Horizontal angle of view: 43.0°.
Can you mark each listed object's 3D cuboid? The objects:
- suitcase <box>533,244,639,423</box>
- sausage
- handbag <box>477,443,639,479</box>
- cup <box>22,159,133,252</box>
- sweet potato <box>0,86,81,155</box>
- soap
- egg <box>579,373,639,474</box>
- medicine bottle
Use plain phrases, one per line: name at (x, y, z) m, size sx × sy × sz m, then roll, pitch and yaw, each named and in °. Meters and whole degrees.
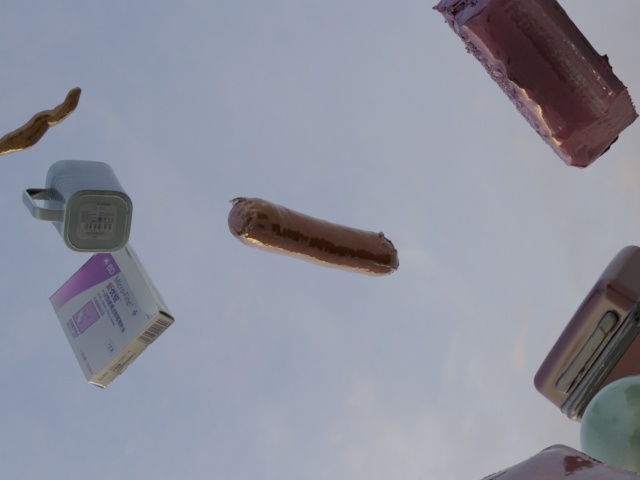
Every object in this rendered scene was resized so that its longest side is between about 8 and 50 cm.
suitcase at (0.531, 0.175, 1.471) m, size 0.236 × 0.161 × 0.297 m, roll -32°, pitch -28°, yaw -51°
sausage at (0.000, 0.000, 1.511) m, size 0.419 × 0.094 × 0.094 m, roll 15°, pitch -96°, yaw -44°
handbag at (0.083, 0.183, 0.454) m, size 0.212 × 0.157 × 0.059 m, roll -19°, pitch -93°, yaw -11°
cup at (-0.326, -0.048, 1.083) m, size 0.128 × 0.129 × 0.095 m, roll 2°, pitch -70°, yaw -29°
sweet potato at (-0.444, -0.181, 1.279) m, size 0.179 × 0.044 × 0.044 m, roll -33°, pitch -59°, yaw 1°
soap at (0.300, -0.233, 1.097) m, size 0.325 × 0.127 × 0.220 m, roll 44°, pitch -163°, yaw -23°
egg at (0.451, 0.282, 1.011) m, size 0.282 × 0.203 × 0.203 m, roll 39°, pitch -117°, yaw -10°
medicine bottle at (-0.339, 0.110, 1.316) m, size 0.171 × 0.201 × 0.052 m, roll -43°, pitch -37°, yaw 6°
